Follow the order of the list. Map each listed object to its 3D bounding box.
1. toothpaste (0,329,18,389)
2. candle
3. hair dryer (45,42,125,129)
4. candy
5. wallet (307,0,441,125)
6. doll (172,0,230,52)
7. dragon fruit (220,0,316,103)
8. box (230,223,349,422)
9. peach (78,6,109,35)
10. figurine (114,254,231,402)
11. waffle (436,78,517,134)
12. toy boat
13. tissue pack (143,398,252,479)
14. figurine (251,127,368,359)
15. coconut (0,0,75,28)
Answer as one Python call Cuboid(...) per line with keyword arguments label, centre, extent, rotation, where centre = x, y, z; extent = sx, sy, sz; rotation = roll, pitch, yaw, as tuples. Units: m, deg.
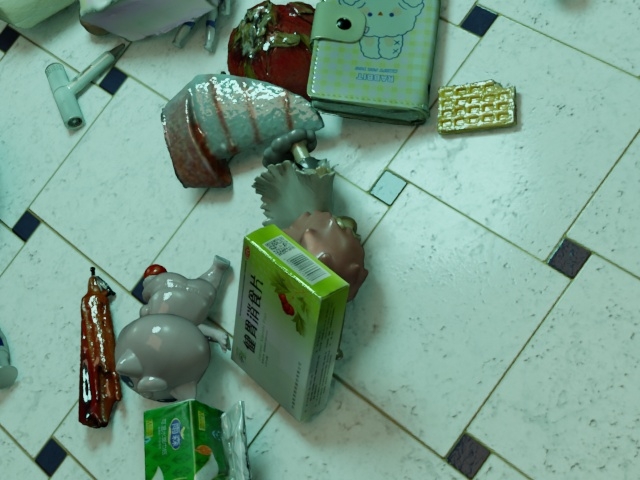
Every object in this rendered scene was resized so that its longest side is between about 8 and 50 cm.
Cuboid(label="toothpaste", centre=(-0.642, 0.173, 2.021), extent=(0.096, 0.061, 0.266), rotation=(-46, 51, 2))
Cuboid(label="candle", centre=(-0.391, 0.183, 1.891), extent=(0.084, 0.059, 0.302), rotation=(-15, 62, 8))
Cuboid(label="hair dryer", centre=(-0.449, -0.323, 2.150), extent=(0.183, 0.044, 0.155), rotation=(-30, 61, 7))
Cuboid(label="candy", centre=(-0.322, -0.473, 2.047), extent=(0.265, 0.155, 0.116), rotation=(-14, 70, 40))
Cuboid(label="wallet", centre=(0.097, -0.354, 1.859), extent=(0.223, 0.077, 0.310), rotation=(6, 69, 5))
Cuboid(label="doll", centre=(-0.210, -0.475, 2.094), extent=(0.114, 0.057, 0.227), rotation=(11, 82, 35))
Cuboid(label="dragon fruit", centre=(-0.089, -0.346, 1.925), extent=(0.223, 0.148, 0.218), rotation=(31, 85, 32))
Cuboid(label="box", centre=(-0.052, 0.128, 1.655), extent=(0.062, 0.261, 0.175), rotation=(-25, 49, -36))
Cuboid(label="peach", centre=(-0.443, -0.452, 2.177), extent=(0.083, 0.083, 0.083), rotation=(-10, 65, 21))
Cuboid(label="figurine", centre=(-0.244, 0.152, 1.803), extent=(0.176, 0.186, 0.287), rotation=(17, 48, -14))
Cuboid(label="waffle", centre=(0.258, -0.221, 1.785), extent=(0.135, 0.021, 0.092), rotation=(-6, 66, 23))
Cuboid(label="toy boat", centre=(-0.133, -0.208, 1.894), extent=(0.282, 0.096, 0.206), rotation=(-14, 87, 22))
Cuboid(label="tissue pack", centre=(-0.168, 0.359, 1.657), extent=(0.156, 0.148, 0.209), rotation=(-16, 62, 20))
Cuboid(label="figurine", centre=(0.000, 0.000, 1.741), extent=(0.207, 0.166, 0.387), rotation=(-47, 52, 42))
Cuboid(label="coconut", centre=(-0.617, -0.561, 2.216), extent=(0.265, 0.237, 0.237), rotation=(-27, 60, 14))
